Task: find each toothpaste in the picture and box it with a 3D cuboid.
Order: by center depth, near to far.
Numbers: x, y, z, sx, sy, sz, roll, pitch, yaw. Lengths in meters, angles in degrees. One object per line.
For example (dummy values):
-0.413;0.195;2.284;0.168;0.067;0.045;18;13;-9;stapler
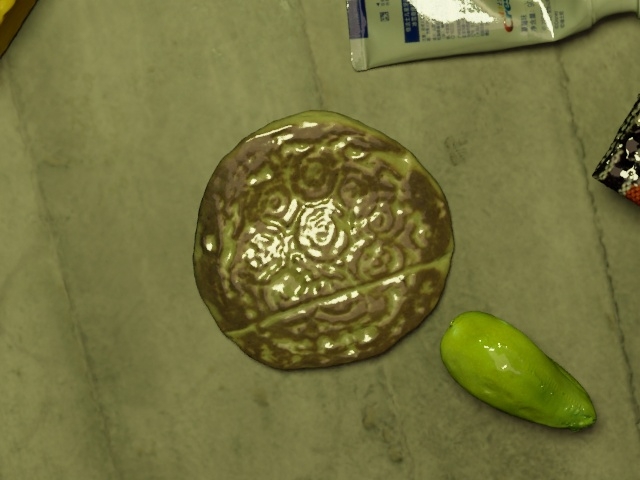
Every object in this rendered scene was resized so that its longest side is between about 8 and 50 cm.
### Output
0.156;-0.217;1.126;0.266;0.061;0.096;-5;99;7;toothpaste

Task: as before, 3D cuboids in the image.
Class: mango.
0.184;0.130;1.149;0.165;0.091;0.074;36;85;-4;mango

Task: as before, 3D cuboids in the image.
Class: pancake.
0.000;0.000;1.157;0.250;0.031;0.250;0;98;-1;pancake

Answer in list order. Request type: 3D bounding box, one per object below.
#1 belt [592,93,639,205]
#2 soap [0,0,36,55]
0.369;-0.187;1.100;0.094;0.126;0.359;31;90;5;belt
-0.386;-0.313;1.079;0.324;0.096;0.204;34;95;-4;soap
